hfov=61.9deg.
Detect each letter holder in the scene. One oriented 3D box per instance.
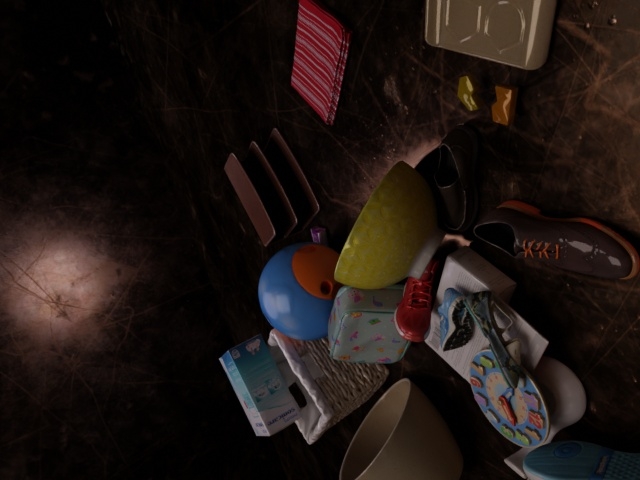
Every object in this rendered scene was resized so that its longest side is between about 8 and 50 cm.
[{"bbox_3d":[-0.152,-0.170,1.676,0.302,0.152,0.214,61,152,9],"label":"letter holder"}]

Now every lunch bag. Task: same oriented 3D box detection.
[{"bbox_3d":[0.139,0.220,1.391,0.279,0.224,0.108,100,168,-51],"label":"lunch bag"}]

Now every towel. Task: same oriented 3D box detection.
[{"bbox_3d":[-0.009,-0.443,1.307,0.199,0.031,0.275,52,151,27],"label":"towel"}]

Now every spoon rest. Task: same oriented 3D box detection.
[{"bbox_3d":[0.452,0.356,1.089,0.137,0.084,0.276,36,129,43],"label":"spoon rest"}]

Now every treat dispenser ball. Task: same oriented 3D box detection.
[{"bbox_3d":[-0.038,0.148,1.569,0.288,0.288,0.288,43,146,38],"label":"treat dispenser ball"}]

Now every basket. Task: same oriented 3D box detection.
[{"bbox_3d":[0.005,0.432,1.760,0.328,0.266,0.331,54,151,22],"label":"basket"}]

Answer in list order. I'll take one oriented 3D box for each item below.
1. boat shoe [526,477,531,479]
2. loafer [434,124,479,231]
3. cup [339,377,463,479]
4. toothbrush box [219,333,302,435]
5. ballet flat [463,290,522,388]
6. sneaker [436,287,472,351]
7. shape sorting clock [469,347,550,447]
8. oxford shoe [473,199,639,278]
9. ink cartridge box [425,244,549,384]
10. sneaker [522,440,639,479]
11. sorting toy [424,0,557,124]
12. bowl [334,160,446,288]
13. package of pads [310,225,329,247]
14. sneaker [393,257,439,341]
[{"bbox_3d":[0.497,0.584,1.157,0.117,0.096,0.324,-81,-4,-51],"label":"boat shoe"},{"bbox_3d":[0.253,-0.112,1.039,0.080,0.078,0.220,31,138,50],"label":"loafer"},{"bbox_3d":[0.240,0.580,1.448,0.237,0.331,0.331,35,151,1],"label":"cup"},{"bbox_3d":[-0.204,0.481,1.759,0.296,0.126,0.216,61,155,8],"label":"toothbrush box"},{"bbox_3d":[0.336,0.179,0.993,0.188,0.070,0.070,64,155,13],"label":"ballet flat"},{"bbox_3d":[0.279,0.165,1.122,0.073,0.063,0.162,-117,23,-51],"label":"sneaker"},{"bbox_3d":[0.370,0.315,1.067,0.206,0.040,0.206,40,141,44],"label":"shape sorting clock"},{"bbox_3d":[0.378,0.012,0.885,0.271,0.098,0.097,26,134,53],"label":"oxford shoe"},{"bbox_3d":[0.352,0.199,1.134,0.261,0.066,0.296,45,148,35],"label":"ink cartridge box"},{"bbox_3d":[0.525,0.479,0.936,0.319,0.127,0.208,-13,101,52],"label":"sneaker"},{"bbox_3d":[0.267,-0.355,0.858,0.229,0.041,0.307,33,140,41],"label":"sorting toy"},{"bbox_3d":[0.167,-0.004,1.122,0.156,0.289,0.289,30,144,11],"label":"bowl"},{"bbox_3d":[0.000,0.000,1.667,0.050,0.032,0.083,23,132,50],"label":"package of pads"},{"bbox_3d":[0.215,0.112,1.188,0.221,0.087,0.128,-75,-10,-55],"label":"sneaker"}]
